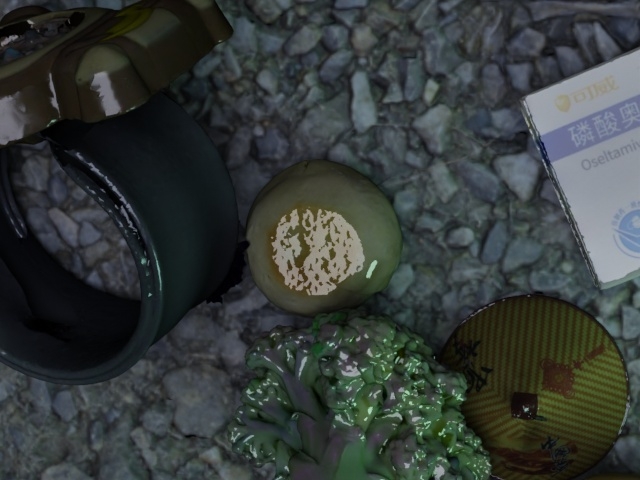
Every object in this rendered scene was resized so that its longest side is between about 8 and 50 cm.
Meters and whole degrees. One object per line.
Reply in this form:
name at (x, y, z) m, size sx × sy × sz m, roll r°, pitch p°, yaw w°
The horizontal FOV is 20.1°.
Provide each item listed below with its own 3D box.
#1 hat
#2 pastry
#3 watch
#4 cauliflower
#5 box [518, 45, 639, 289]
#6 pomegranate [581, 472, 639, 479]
hat at (0.198, 0.153, 1.729) m, size 0.193 × 0.082 × 0.193 m, roll 2°, pitch 99°, yaw 13°
pastry at (0.000, 0.000, 1.745) m, size 0.156 × 0.092 × 0.156 m, roll 0°, pitch 92°, yaw 10°
watch at (-0.221, -0.037, 1.685) m, size 0.335 × 0.314 × 0.327 m, roll -7°, pitch 114°, yaw 31°
cauliflower at (0.029, 0.201, 1.665) m, size 0.256 × 0.315 × 0.239 m, roll 42°, pitch 132°, yaw -12°
box at (0.378, -0.108, 1.660) m, size 0.343 × 0.065 × 0.200 m, roll -23°, pitch 93°, yaw 14°
pomegranate at (0.280, 0.317, 1.674) m, size 0.207 × 0.207 × 0.207 m, roll 2°, pitch 99°, yaw 12°
